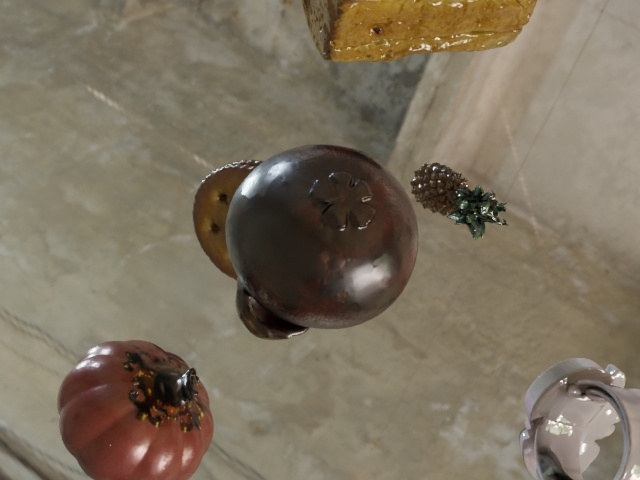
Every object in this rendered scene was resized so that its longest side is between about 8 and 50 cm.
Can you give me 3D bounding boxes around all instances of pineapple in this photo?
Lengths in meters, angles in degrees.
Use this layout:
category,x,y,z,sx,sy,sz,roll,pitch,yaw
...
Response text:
category,x,y,z,sx,sy,sz,roll,pitch,yaw
pineapple,0.215,-0.073,1.594,0.103,0.083,0.221,21,9,-33

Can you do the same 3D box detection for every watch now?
category,x,y,z,sx,sy,sz,roll,pitch,yaw
watch,0.429,0.329,1.490,0.244,0.196,0.231,-62,-148,21

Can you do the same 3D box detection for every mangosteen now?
category,x,y,z,sx,sy,sz,roll,pitch,yaw
mangosteen,0.000,0.000,0.986,0.210,0.210,0.209,23,-44,25

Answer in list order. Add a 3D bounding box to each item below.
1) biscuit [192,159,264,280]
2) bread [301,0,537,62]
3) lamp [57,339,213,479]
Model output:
category,x,y,z,sx,sy,sz,roll,pitch,yaw
biscuit,-0.112,-0.029,1.606,0.221,0.066,0.220,12,-64,26
bread,0.130,-0.323,1.229,0.167,0.294,0.132,98,-23,-56
lamp,-0.197,0.188,1.061,0.182,0.182,0.140,45,-60,1
